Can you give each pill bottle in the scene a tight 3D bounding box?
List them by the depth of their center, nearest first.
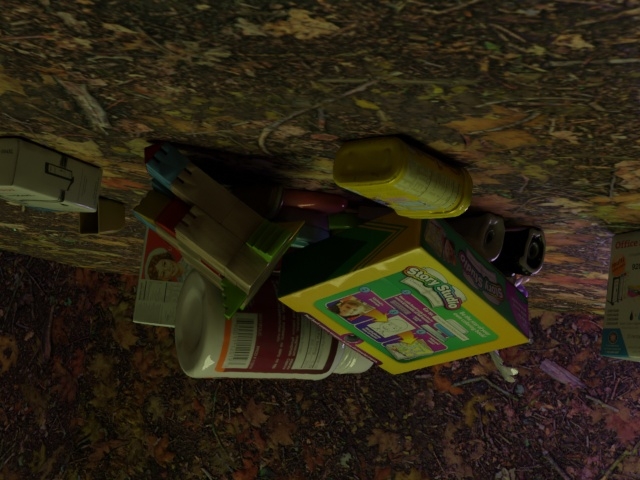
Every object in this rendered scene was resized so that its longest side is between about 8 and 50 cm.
[{"bbox_3d":[-0.084,0.177,1.641,0.392,0.224,0.224,7,173,-28],"label":"pill bottle"}]

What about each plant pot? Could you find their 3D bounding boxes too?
[{"bbox_3d":[-0.493,-0.054,1.800,0.081,0.081,0.083,-1,-179,42],"label":"plant pot"}]

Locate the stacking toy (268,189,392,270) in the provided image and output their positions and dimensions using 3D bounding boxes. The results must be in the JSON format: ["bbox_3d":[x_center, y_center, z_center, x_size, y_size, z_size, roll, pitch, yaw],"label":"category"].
[{"bbox_3d":[0.000,0.000,1.567,0.279,0.130,0.309,9,172,-10],"label":"stacking toy"}]

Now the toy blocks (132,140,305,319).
[{"bbox_3d":[-0.194,-0.021,1.314,0.261,0.191,0.381,38,167,1],"label":"toy blocks"}]

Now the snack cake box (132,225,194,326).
[{"bbox_3d":[-0.356,0.080,1.932,0.152,0.264,0.089,4,172,19],"label":"snack cake box"}]

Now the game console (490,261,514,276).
[{"bbox_3d":[0.180,0.050,1.733,0.386,0.060,0.342,0,180,-23],"label":"game console"}]

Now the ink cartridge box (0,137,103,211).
[{"bbox_3d":[-0.510,-0.111,1.384,0.148,0.086,0.203,3,171,27],"label":"ink cartridge box"}]

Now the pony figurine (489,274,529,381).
[{"bbox_3d":[0.367,0.152,1.978,0.363,0.303,0.351,2,-157,2],"label":"pony figurine"}]

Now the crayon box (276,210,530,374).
[{"bbox_3d":[0.158,0.105,1.453,0.313,0.106,0.363,-22,136,34],"label":"crayon box"}]

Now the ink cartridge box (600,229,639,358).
[{"bbox_3d":[0.629,0.106,1.408,0.168,0.232,0.171,11,171,-15],"label":"ink cartridge box"}]

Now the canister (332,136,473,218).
[{"bbox_3d":[0.114,-0.085,1.092,0.126,0.073,0.170,-1,167,41],"label":"canister"}]

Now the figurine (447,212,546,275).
[{"bbox_3d":[0.289,0.004,1.535,0.215,0.092,0.209,15,173,-39],"label":"figurine"}]

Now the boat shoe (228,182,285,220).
[{"bbox_3d":[-0.127,-0.073,1.415,0.072,0.068,0.190,23,166,-23],"label":"boat shoe"}]

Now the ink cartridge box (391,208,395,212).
[{"bbox_3d":[0.164,-0.045,1.401,0.083,0.048,0.028,4,171,15],"label":"ink cartridge box"}]
